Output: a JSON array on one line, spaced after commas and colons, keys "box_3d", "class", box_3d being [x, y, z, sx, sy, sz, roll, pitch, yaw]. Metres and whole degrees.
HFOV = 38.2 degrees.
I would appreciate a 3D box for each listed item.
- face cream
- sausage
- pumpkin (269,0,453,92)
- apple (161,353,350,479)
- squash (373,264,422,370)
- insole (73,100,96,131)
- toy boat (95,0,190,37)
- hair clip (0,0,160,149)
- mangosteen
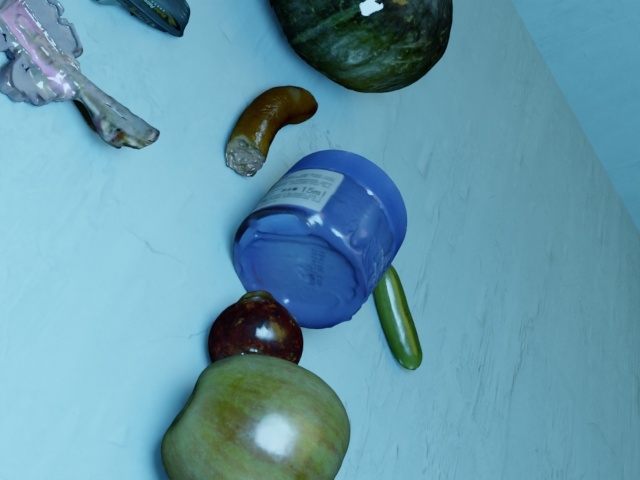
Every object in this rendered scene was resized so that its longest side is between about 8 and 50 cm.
[{"box_3d": [0.000, 0.000, 1.581, 0.249, 0.249, 0.225, 59, 37, -16], "class": "face cream"}, {"box_3d": [-0.092, -0.223, 1.724, 0.103, 0.076, 0.302, 65, 33, -21], "class": "sausage"}, {"box_3d": [0.073, -0.506, 1.876, 0.454, 0.344, 0.454, 45, 32, -39], "class": "pumpkin"}, {"box_3d": [-0.093, 0.285, 1.296, 0.233, 0.257, 0.257, 29, 41, -3], "class": "apple"}, {"box_3d": [0.151, 0.145, 1.894, 0.066, 0.066, 0.252, -8, 81, -57], "class": "squash"}, {"box_3d": [-0.374, -0.242, 1.375, 0.188, 0.004, 0.064, 57, 37, -19], "class": "insole"}, {"box_3d": [-0.291, -0.402, 1.526, 0.246, 0.103, 0.093, 32, 31, -62], "class": "toy boat"}, {"box_3d": [-0.362, -0.231, 1.318, 0.300, 0.069, 0.173, 45, 42, -14], "class": "hair clip"}, {"box_3d": [-0.109, 0.147, 1.455, 0.145, 0.156, 0.181, 11, 30, -26], "class": "mangosteen"}]
